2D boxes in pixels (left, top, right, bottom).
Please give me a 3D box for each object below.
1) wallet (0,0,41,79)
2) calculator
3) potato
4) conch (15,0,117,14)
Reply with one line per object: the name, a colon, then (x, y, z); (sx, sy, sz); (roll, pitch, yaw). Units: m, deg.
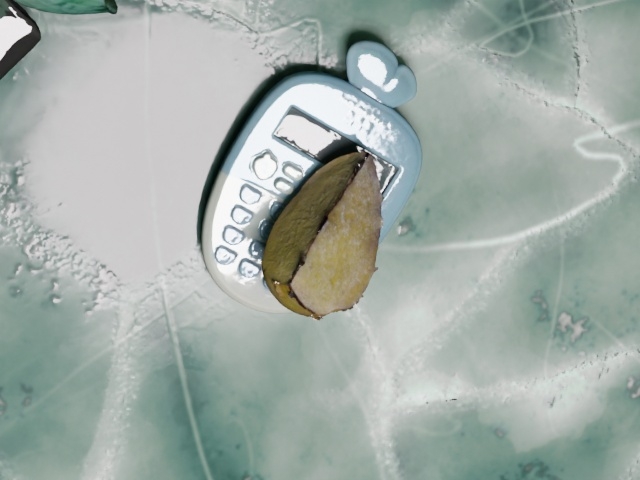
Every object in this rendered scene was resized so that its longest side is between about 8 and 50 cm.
wallet: (-0.483, -0.136, 1.786); (0.406, 0.062, 0.228); (-44, 108, 2)
calculator: (-0.004, -0.063, 1.915); (0.188, 0.042, 0.302); (30, 97, -16)
potato: (0.000, 0.000, 1.884); (0.100, 0.089, 0.172); (44, 63, -39)
conch: (-0.263, -0.318, 1.746); (0.134, 0.196, 0.202); (0, 81, 5)
